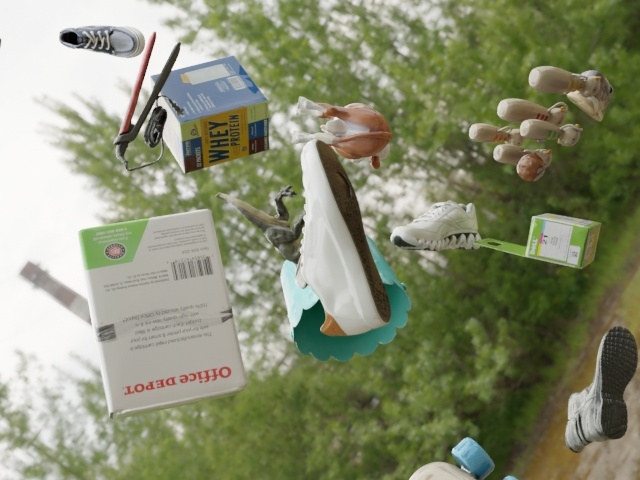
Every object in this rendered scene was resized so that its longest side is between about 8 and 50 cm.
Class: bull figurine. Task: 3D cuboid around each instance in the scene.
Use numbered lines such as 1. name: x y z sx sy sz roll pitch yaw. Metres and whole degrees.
1. bull figurine: 0.046 -0.193 1.773 0.310 0.188 0.101 177 103 -87

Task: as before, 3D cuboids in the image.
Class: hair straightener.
1. hair straightener: -0.254 -0.208 1.536 0.047 0.089 0.230 139 148 -68

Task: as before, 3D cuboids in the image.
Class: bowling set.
1. bowling set: 0.435 -0.195 1.975 0.287 0.154 0.200 140 131 -57

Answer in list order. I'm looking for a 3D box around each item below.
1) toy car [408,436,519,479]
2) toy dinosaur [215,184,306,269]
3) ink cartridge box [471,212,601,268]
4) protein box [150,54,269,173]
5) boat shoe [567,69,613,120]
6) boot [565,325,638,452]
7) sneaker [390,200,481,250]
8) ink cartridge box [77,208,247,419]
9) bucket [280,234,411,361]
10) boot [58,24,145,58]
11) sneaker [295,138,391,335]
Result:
1. toy car: 0.259 0.510 1.724 0.219 0.210 0.238 -42 -44 -11
2. toy dinosaur: -0.070 -0.033 1.935 0.118 0.268 0.064 -45 10 20
3. ink cartridge box: 0.496 -0.015 2.278 0.189 0.255 0.097 -11 -68 -67
4. protein box: -0.243 -0.280 2.176 0.201 0.200 0.136 -18 -43 -19
5. boat shoe: 0.654 -0.352 2.379 0.092 0.103 0.285 -54 -15 13
6. boot: 0.557 0.302 2.020 0.161 0.083 0.247 136 153 -63
7. sneaker: 0.269 -0.034 2.324 0.292 0.110 0.118 -3 -84 -47
8. ink cartridge box: -0.236 0.110 1.464 0.198 0.273 0.115 -9 -13 -16
9. bucket: 0.048 0.123 2.239 0.183 0.281 0.281 -111 34 -42
10. boot: -0.458 -0.415 2.074 0.086 0.190 0.069 -18 -67 -50
11. sneaker: 0.000 0.000 1.436 0.123 0.290 0.106 -21 -12 22
